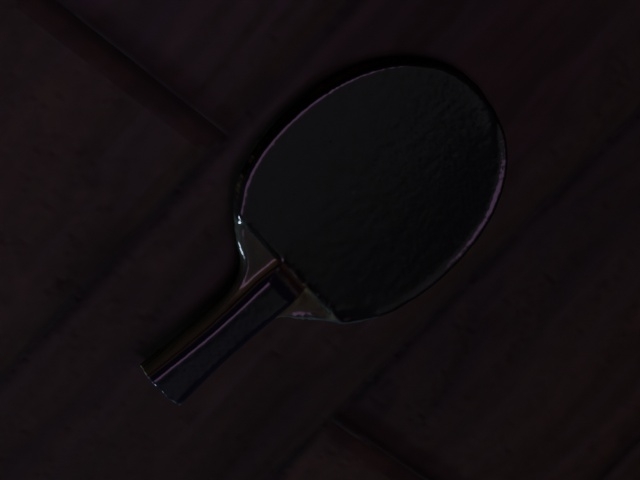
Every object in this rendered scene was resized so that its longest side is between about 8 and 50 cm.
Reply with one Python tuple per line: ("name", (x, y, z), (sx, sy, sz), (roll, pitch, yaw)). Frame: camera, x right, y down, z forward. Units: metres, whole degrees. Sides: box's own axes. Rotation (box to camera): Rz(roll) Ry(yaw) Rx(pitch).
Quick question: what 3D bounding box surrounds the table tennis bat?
("table tennis bat", (0.000, 0.000, 0.643), (0.158, 0.014, 0.095), (-42, 125, 3))
